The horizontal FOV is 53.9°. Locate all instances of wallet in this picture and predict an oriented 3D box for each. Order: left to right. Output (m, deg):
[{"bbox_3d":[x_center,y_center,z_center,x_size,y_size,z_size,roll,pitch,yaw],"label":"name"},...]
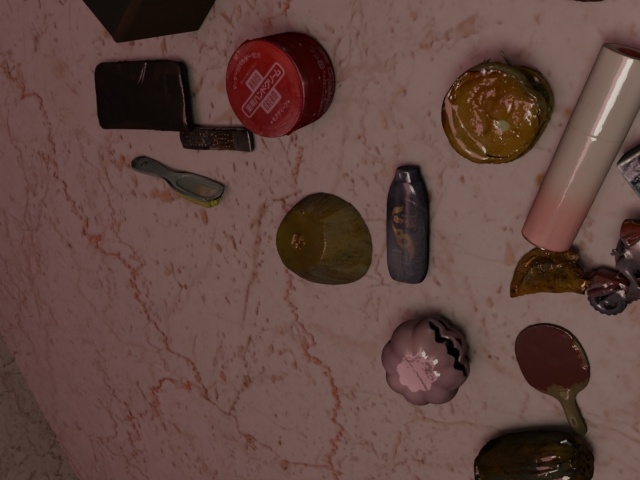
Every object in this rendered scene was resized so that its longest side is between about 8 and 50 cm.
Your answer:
[{"bbox_3d":[-0.426,-0.341,1.489,0.309,0.042,0.165,9,112,33],"label":"wallet"}]

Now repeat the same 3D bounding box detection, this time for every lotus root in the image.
[{"bbox_3d":[0.419,0.442,1.245,0.241,0.123,0.124,-23,71,42],"label":"lotus root"}]

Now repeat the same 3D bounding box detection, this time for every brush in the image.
[{"bbox_3d":[-0.348,-0.137,1.541,0.296,0.068,0.060,24,145,28],"label":"brush"}]

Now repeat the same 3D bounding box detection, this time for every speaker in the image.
[{"bbox_3d":[-0.331,-0.510,1.236,0.153,0.231,0.192,51,129,4],"label":"speaker"}]

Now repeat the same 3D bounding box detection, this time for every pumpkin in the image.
[{"bbox_3d":[-0.009,0.012,1.349,0.217,0.110,0.218,16,117,34],"label":"pumpkin"}]

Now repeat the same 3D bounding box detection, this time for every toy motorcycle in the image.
[{"bbox_3d":[0.501,0.040,1.029,0.118,0.084,0.212,43,141,8],"label":"toy motorcycle"}]

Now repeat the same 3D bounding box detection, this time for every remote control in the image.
[{"bbox_3d":[-0.239,-0.232,1.436,0.212,0.028,0.059,9,119,31],"label":"remote control"}]

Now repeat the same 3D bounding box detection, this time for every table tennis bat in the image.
[{"bbox_3d":[0.456,0.265,1.203,0.131,0.022,0.235,-20,98,38],"label":"table tennis bat"}]

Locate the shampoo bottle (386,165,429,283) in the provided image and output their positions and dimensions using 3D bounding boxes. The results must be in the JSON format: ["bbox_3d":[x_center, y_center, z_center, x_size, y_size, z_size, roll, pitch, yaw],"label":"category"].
[{"bbox_3d":[0.172,-0.030,1.236,0.087,0.049,0.234,10,117,28],"label":"shampoo bottle"}]

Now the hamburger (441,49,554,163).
[{"bbox_3d":[0.294,-0.216,1.036,0.177,0.113,0.186,12,110,36],"label":"hamburger"}]

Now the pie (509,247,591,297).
[{"bbox_3d":[0.401,0.057,1.113,0.170,0.034,0.092,-6,85,57],"label":"pie"}]

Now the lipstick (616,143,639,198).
[{"bbox_3d":[0.570,-0.166,0.886,0.289,0.076,0.077,-38,86,37],"label":"lipstick"}]

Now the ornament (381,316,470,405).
[{"bbox_3d":[0.216,0.240,1.275,0.177,0.177,0.178,15,119,28],"label":"ornament"}]

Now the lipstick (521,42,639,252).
[{"bbox_3d":[0.418,-0.137,0.995,0.087,0.087,0.327,27,124,21],"label":"lipstick"}]

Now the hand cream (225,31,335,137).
[{"bbox_3d":[-0.077,-0.305,1.229,0.193,0.125,0.193,14,117,28],"label":"hand cream"}]
